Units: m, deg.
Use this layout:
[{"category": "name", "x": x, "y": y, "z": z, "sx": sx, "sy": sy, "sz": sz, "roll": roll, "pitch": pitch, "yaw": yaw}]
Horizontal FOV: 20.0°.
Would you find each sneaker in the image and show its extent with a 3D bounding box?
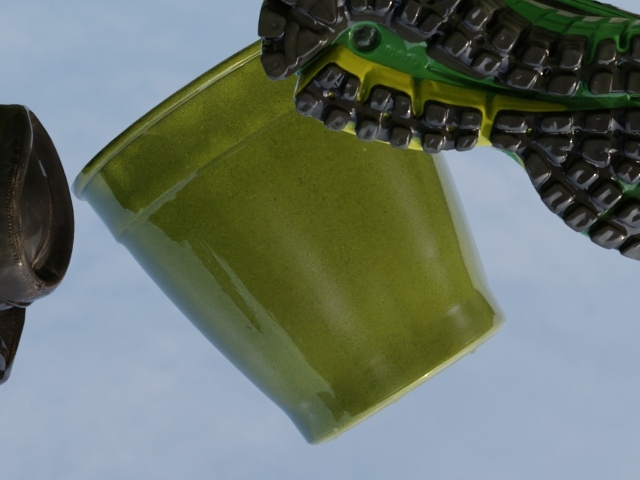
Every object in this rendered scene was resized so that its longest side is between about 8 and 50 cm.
[{"category": "sneaker", "x": 0.135, "y": -0.100, "z": 1.046, "sx": 0.343, "sy": 0.134, "sz": 0.146, "roll": 23, "pitch": -156, "yaw": -8}]

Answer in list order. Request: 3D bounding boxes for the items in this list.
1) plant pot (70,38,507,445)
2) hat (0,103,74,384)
[{"category": "plant pot", "x": 0.000, "y": 0.000, "z": 1.825, "sx": 0.366, "sy": 0.366, "sz": 0.353, "roll": -31, "pitch": -95, "yaw": -36}, {"category": "hat", "x": -0.302, "y": -0.036, "z": 1.632, "sx": 0.134, "sy": 0.331, "sz": 0.331, "roll": -19, "pitch": -146, "yaw": 15}]
